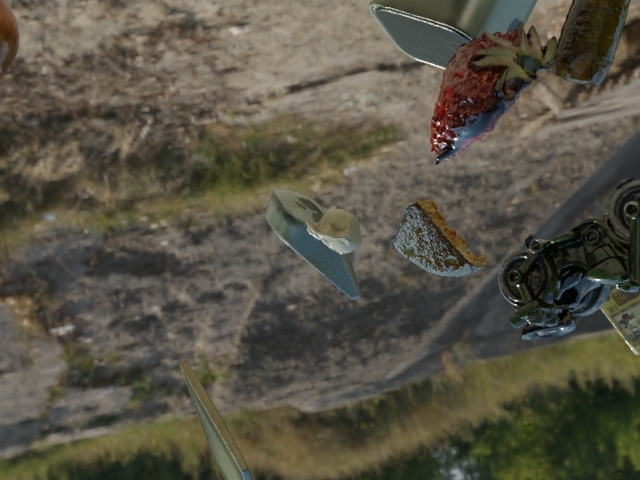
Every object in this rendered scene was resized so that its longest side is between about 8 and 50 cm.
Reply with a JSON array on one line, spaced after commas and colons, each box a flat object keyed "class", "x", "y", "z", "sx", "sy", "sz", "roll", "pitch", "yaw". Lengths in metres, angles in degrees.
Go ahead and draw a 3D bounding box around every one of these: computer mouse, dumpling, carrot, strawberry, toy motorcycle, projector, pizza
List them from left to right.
[{"class": "computer mouse", "x": 0.000, "y": 0.000, "z": 1.635, "sx": 0.079, "sy": 0.231, "sz": 0.128, "roll": -41, "pitch": -148, "yaw": 8}, {"class": "dumpling", "x": 0.015, "y": -0.008, "z": 1.130, "sx": 0.057, "sy": 0.052, "sz": 0.076, "roll": -6, "pitch": -144, "yaw": 18}, {"class": "pizza", "x": 0.160, "y": -0.006, "z": 1.443, "sx": 0.041, "sy": 0.131, "sz": 0.178, "roll": -36, "pitch": -161, "yaw": -29}, {"class": "projector", "x": 0.274, "y": -0.489, "z": 1.968, "sx": 0.248, "sy": 0.249, "sz": 0.248, "roll": 24, "pitch": 174, "yaw": 30}, {"class": "strawberry", "x": 0.245, "y": -0.243, "z": 1.705, "sx": 0.233, "sy": 0.138, "sz": 0.306, "roll": -49, "pitch": -175, "yaw": -36}, {"class": "carrot", "x": 0.370, "y": -0.297, "z": 1.352, "sx": 0.082, "sy": 0.173, "sz": 0.082, "roll": 14, "pitch": -171, "yaw": -2}, {"class": "toy motorcycle", "x": 0.347, "y": 0.039, "z": 1.260, "sx": 0.275, "sy": 0.127, "sz": 0.205, "roll": -33, "pitch": 154, "yaw": 33}]

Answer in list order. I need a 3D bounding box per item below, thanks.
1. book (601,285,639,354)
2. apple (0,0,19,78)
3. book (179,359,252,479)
[{"class": "book", "x": 0.619, "y": 0.119, "z": 1.959, "sx": 0.013, "sy": 0.192, "sz": 0.168, "roll": -33, "pitch": 174, "yaw": -40}, {"class": "apple", "x": -0.570, "y": -0.332, "z": 1.553, "sx": 0.173, "sy": 0.235, "sz": 0.210, "roll": -45, "pitch": 162, "yaw": -33}, {"class": "book", "x": -0.147, "y": 0.362, "z": 1.634, "sx": 0.018, "sy": 0.228, "sz": 0.322, "roll": -27, "pitch": 143, "yaw": -16}]
